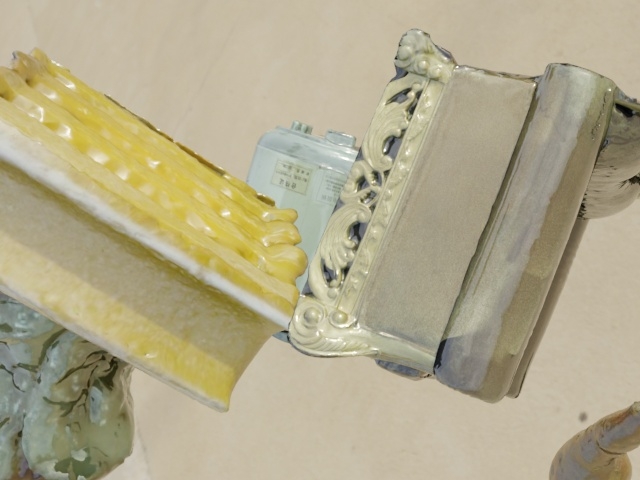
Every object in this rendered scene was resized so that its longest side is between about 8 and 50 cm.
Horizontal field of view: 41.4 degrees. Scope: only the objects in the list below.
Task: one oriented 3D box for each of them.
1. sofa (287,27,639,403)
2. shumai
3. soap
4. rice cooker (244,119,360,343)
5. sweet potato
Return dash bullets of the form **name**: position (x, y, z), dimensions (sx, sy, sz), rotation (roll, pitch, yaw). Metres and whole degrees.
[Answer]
- **sofa**: position (0.118, 0.014, 0.542), dimensions (0.182, 0.258, 0.200), rotation (23, 86, 18)
- **shumai**: position (-0.367, 0.159, 1.118), dimensions (0.397, 0.324, 0.323), rotation (9, 95, 30)
- **soap**: position (-0.182, -0.023, 0.793), dimensions (0.156, 0.335, 0.293), rotation (-51, 19, 15)
- **rice cooker**: position (0.000, 0.000, 1.153), dimensions (0.316, 0.316, 0.264), rotation (-63, -4, 6)
- **sweet potato**: position (0.265, 0.216, 0.819), dimensions (0.269, 0.075, 0.075), rotation (88, 174, -50)
